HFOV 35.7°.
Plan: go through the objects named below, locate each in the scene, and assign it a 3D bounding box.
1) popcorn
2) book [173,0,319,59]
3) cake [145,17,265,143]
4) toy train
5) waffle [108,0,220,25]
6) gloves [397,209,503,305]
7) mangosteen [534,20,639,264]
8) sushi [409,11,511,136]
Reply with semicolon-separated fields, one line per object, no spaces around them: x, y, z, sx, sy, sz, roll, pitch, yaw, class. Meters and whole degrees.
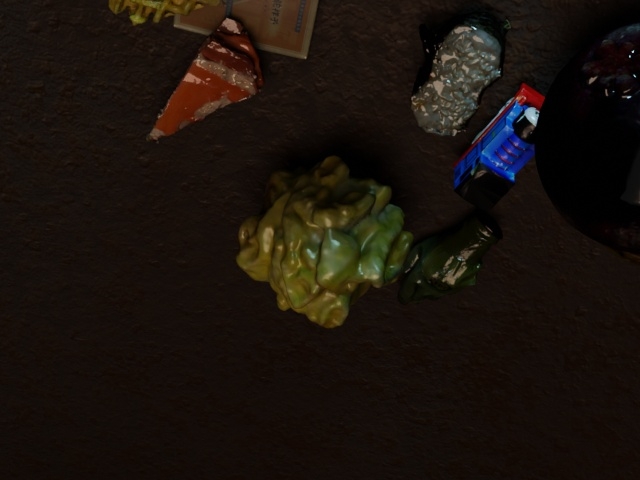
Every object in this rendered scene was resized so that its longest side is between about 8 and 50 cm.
0.017;-0.003;1.776;0.312;0.312;0.312;5;128;6;popcorn
-0.124;-0.409;1.679;0.241;0.018;0.170;13;128;0;book
-0.207;-0.257;1.753;0.135;0.098;0.287;30;129;-29;cake
0.320;-0.160;1.723;0.082;0.131;0.204;30;126;-13;toy train
-0.270;-0.463;1.594;0.261;0.056;0.250;-11;139;18;waffle
0.240;0.047;1.920;0.135;0.107;0.268;49;128;11;gloves
0.540;-0.132;1.565;0.382;0.382;0.435;-21;133;24;mangosteen
0.216;-0.285;1.656;0.147;0.115;0.213;17;127;-8;sushi
